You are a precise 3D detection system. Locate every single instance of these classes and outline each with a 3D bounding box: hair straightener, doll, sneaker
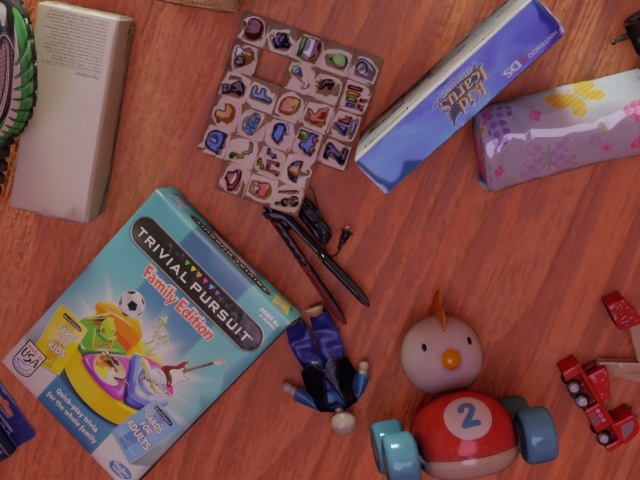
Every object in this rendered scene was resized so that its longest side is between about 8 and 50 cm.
[{"bbox_3d":[0.000,0.000,1.420,0.089,0.047,0.230,-35,93,3],"label":"hair straightener"},{"bbox_3d":[0.003,0.186,1.452,0.129,0.046,0.189,-21,97,9],"label":"doll"},{"bbox_3d":[-0.449,-0.171,1.296,0.146,0.134,0.344,7,128,-34],"label":"sneaker"}]

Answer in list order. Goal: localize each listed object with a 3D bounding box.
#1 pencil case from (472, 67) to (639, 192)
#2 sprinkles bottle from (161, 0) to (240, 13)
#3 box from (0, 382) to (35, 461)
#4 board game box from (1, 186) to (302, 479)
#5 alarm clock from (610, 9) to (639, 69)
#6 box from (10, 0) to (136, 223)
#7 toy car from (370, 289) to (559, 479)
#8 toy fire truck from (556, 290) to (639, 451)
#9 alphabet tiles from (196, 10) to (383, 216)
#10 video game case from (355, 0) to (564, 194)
[{"bbox_3d":[0.329,-0.142,1.326,0.273,0.114,0.124,-11,139,6],"label":"pencil case"},{"bbox_3d":[-0.133,-0.468,1.279,0.121,0.121,0.356,10,103,2],"label":"sprinkles bottle"},{"bbox_3d":[-0.547,0.291,1.520,0.225,0.036,0.136,-31,99,9],"label":"box"},{"bbox_3d":[-0.234,0.134,1.420,0.254,0.079,0.336,44,102,4],"label":"board game box"},{"bbox_3d":[0.463,-0.282,1.277,0.192,0.129,0.064,-30,99,3],"label":"alarm clock"},{"bbox_3d":[-0.327,-0.170,1.372,0.113,0.094,0.275,14,103,1],"label":"box"},{"bbox_3d":[0.170,0.185,1.374,0.219,0.210,0.238,-10,89,-4],"label":"toy car"},{"bbox_3d":[0.404,0.182,1.424,0.135,0.047,0.192,-31,99,8],"label":"toy fire truck"},{"bbox_3d":[-0.047,-0.161,1.381,0.198,0.009,0.237,19,95,0],"label":"alphabet tiles"},{"bbox_3d":[0.160,-0.183,1.259,0.269,0.244,0.061,-42,98,12],"label":"video game case"}]
